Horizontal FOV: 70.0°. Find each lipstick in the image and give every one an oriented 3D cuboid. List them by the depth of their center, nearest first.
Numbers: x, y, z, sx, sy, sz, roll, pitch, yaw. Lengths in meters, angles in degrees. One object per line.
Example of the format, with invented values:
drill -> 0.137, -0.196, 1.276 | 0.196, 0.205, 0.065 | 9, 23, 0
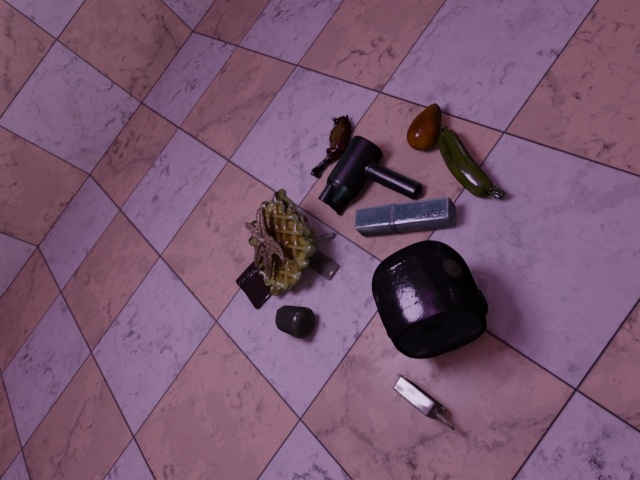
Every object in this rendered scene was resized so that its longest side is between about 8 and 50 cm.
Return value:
lipstick -> 0.243, -0.065, 1.321 | 0.289, 0.076, 0.078 | -6, 63, 32

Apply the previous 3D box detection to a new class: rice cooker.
rice cooker -> 0.258, 0.140, 1.103 | 0.267, 0.267, 0.224 | -31, 47, 18

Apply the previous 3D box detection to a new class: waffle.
waffle -> -0.128, 0.007, 1.478 | 0.297, 0.073, 0.317 | -55, 54, 36

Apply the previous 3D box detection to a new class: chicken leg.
chicken leg -> 0.044, -0.331, 1.609 | 0.106, 0.051, 0.253 | 19, 80, 45

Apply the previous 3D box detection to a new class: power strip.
power strip -> 0.250, 0.389, 1.090 | 0.175, 0.075, 0.042 | 32, 86, 41

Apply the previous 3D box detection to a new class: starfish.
starfish -> -0.172, 0.014, 1.436 | 0.240, 0.043, 0.227 | 35, 133, 47

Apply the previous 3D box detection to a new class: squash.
squash -> 0.401, -0.220, 1.293 | 0.080, 0.071, 0.318 | -35, 53, 15

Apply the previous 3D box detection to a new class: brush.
brush -> -0.066, 0.027, 1.508 | 0.321, 0.050, 0.060 | 33, 85, 39

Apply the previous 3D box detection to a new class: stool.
stool -> -0.077, 0.241, 1.378 | 0.110, 0.096, 0.096 | 5, 71, 40

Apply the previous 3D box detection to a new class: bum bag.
bum bag -> -0.223, 0.150, 1.566 | 0.109, 0.026, 0.159 | -48, 50, 4

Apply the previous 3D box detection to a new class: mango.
mango -> 0.323, -0.342, 1.405 | 0.105, 0.084, 0.159 | -13, 40, 58

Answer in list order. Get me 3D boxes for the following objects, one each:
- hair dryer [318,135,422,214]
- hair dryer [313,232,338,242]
hair dryer -> 0.160, -0.165, 1.421 | 0.302, 0.116, 0.244 | 31, 89, 33
hair dryer -> 0.000, 0.000, 1.466 | 0.124, 0.038, 0.063 | -17, 55, -9
